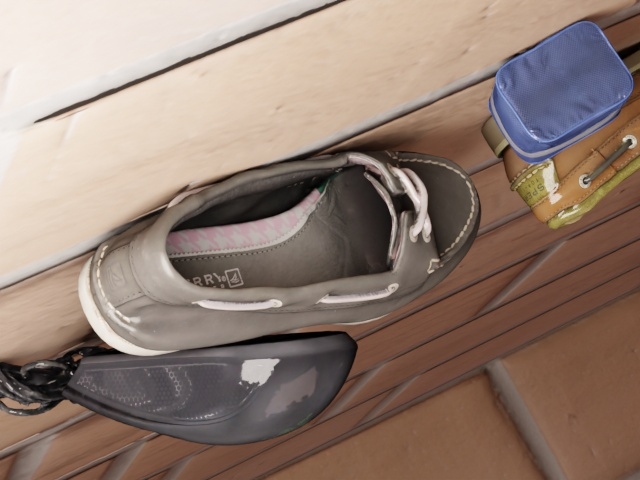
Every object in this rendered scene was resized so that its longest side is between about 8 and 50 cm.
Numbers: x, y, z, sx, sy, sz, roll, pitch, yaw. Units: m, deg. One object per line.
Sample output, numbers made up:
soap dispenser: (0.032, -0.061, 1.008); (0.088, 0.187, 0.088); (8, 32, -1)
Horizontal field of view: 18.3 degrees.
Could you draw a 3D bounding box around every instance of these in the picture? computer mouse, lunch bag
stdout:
computer mouse: (-0.092, 0.107, 1.398); (0.272, 0.072, 0.188); (-6, 179, 34)
lunch bag: (0.168, -0.103, 1.376); (0.098, 0.067, 0.065); (-28, 170, -9)

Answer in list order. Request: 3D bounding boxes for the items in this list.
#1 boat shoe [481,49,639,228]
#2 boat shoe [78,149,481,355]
boat shoe: (0.277, -0.105, 1.542); (0.307, 0.104, 0.111); (-27, 169, -11)
boat shoe: (0.000, 0.000, 1.313); (0.335, 0.112, 0.095); (-16, 168, -38)
